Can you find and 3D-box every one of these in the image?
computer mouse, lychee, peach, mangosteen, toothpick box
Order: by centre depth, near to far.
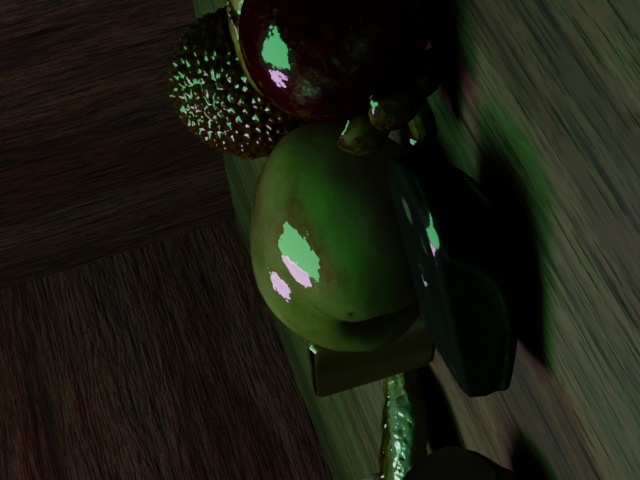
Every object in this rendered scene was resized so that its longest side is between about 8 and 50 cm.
[{"bbox_3d":[0.150,0.024,1.150,0.170,0.100,0.269,-111,3,-51],"label":"computer mouse"},{"bbox_3d":[0.035,-0.197,1.158,0.257,0.215,0.215,55,177,-18],"label":"mangosteen"},{"bbox_3d":[0.028,-0.011,1.363,0.292,0.247,0.292,61,171,16],"label":"peach"},{"bbox_3d":[0.040,0.045,1.669,0.187,0.190,0.308,85,169,-62],"label":"toothpick box"},{"bbox_3d":[-0.117,-0.267,1.828,0.267,0.267,0.267,163,90,-82],"label":"lychee"}]

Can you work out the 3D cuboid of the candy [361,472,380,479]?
[{"bbox_3d":[0.134,0.585,2.124,0.295,0.185,0.295,159,90,-77],"label":"candy"}]

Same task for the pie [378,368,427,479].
[{"bbox_3d":[0.130,0.335,1.775,0.306,0.071,0.306,-178,90,-88],"label":"pie"}]

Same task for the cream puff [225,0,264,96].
[{"bbox_3d":[-0.042,-0.304,1.537,0.240,0.164,0.240,47,148,42],"label":"cream puff"}]

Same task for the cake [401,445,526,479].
[{"bbox_3d":[0.199,0.367,1.352,0.178,0.185,0.207,30,168,-30],"label":"cake"}]
